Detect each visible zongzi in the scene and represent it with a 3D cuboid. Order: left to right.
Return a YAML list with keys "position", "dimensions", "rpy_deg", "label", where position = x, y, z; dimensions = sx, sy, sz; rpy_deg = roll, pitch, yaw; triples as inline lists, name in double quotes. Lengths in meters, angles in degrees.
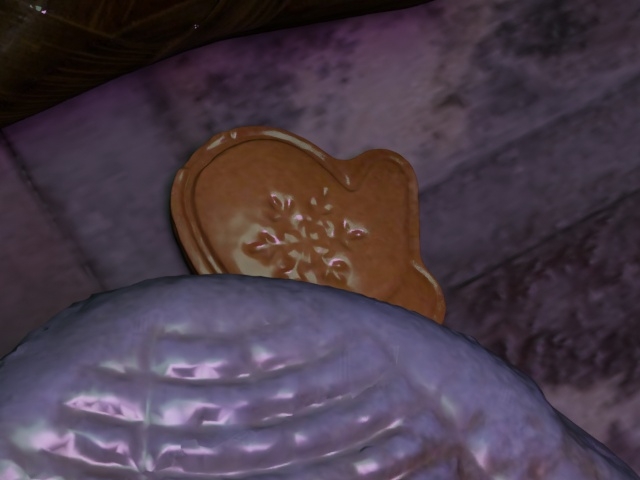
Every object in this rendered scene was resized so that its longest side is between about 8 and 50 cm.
- position: [-0.049, -0.106, 0.830]
  dimensions: [0.221, 0.112, 0.242]
  rpy_deg: [18, 72, -3]
  label: "zongzi"

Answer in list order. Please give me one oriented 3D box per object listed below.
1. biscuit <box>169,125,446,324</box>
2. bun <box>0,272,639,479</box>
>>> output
- position: [0.000, -0.001, 0.835]
  dimensions: [0.140, 0.023, 0.118]
  rpy_deg: [41, 66, 9]
  label: "biscuit"
- position: [-0.021, 0.179, 0.653]
  dimensions: [0.354, 0.194, 0.354]
  rpy_deg: [8, 66, -19]
  label: "bun"
